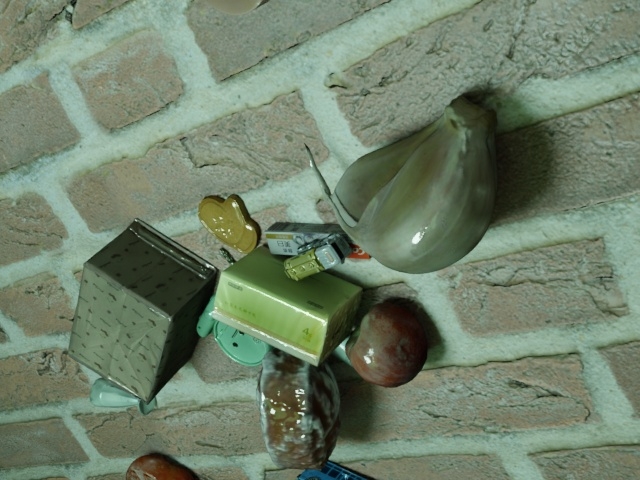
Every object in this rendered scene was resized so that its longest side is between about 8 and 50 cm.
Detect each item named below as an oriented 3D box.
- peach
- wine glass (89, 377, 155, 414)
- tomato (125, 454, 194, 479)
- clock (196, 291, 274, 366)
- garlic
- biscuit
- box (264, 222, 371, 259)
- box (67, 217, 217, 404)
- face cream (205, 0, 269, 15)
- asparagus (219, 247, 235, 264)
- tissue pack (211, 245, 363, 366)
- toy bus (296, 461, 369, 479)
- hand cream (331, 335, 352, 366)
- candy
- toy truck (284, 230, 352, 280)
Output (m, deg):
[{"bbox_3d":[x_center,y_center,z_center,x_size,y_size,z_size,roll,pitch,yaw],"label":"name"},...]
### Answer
[{"bbox_3d":[0.127,0.195,1.699,0.152,0.152,0.152,17,128,23],"label":"peach"},{"bbox_3d":[-0.481,0.382,2.261,0.155,0.073,0.073,5,123,26],"label":"wine glass"},{"bbox_3d":[-0.394,0.635,2.358,0.237,0.095,0.236,20,133,23],"label":"tomato"},{"bbox_3d":[-0.146,0.192,1.911,0.211,0.066,0.159,37,134,6],"label":"clock"},{"bbox_3d":[0.126,-0.053,1.454,0.340,0.231,0.245,-13,115,32],"label":"garlic"},{"bbox_3d":[-0.179,-0.039,1.802,0.140,0.023,0.118,30,132,14],"label":"biscuit"},{"bbox_3d":[0.000,0.000,1.700,0.218,0.039,0.055,4,121,32],"label":"box"},{"bbox_3d":[-0.378,0.154,1.955,0.225,0.190,0.297,31,133,10],"label":"box"},{"bbox_3d":[-0.119,-0.436,1.435,0.149,0.104,0.149,17,128,23],"label":"face cream"},{"bbox_3d":[-0.147,0.077,1.868,0.166,0.016,0.013,46,167,-4],"label":"asparagus"},{"bbox_3d":[-0.059,0.118,1.730,0.234,0.159,0.125,23,119,19],"label":"tissue pack"},{"bbox_3d":[0.046,0.552,2.003,0.185,0.106,0.090,19,125,29],"label":"toy bus"},{"bbox_3d":[0.039,0.201,1.809,0.205,0.050,0.078,30,123,18],"label":"hand cream"},{"bbox_3d":[-0.036,0.330,1.821,0.157,0.214,0.289,3,139,15],"label":"candy"},{"bbox_3d":[-0.007,0.032,1.654,0.123,0.063,0.052,-22,106,41],"label":"toy truck"}]
